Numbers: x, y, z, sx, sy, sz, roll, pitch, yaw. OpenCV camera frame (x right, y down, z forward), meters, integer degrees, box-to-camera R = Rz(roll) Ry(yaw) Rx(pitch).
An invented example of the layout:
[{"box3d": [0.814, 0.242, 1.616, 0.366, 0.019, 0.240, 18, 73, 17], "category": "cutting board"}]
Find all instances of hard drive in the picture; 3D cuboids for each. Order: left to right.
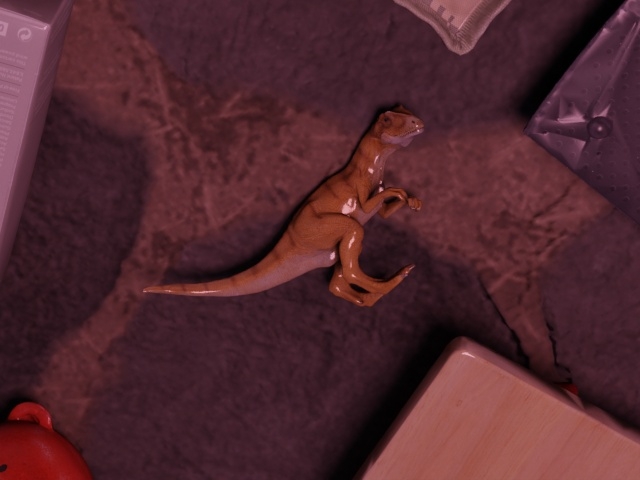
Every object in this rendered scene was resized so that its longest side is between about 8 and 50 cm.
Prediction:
[{"box3d": [0.266, -0.121, 1.038, 0.172, 0.054, 0.255, 37, 110, -14], "category": "hard drive"}]

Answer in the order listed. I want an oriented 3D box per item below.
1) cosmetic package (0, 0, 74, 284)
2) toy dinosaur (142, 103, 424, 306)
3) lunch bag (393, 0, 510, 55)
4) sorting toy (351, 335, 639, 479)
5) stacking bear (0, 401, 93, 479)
[{"box3d": [-0.230, -0.060, 1.038, 0.107, 0.127, 0.238, 18, 112, -7], "category": "cosmetic package"}, {"box3d": [0.000, 0.000, 1.106, 0.211, 0.064, 0.112, -43, 89, 9], "category": "toy dinosaur"}, {"box3d": [0.085, -0.286, 0.852, 0.169, 0.235, 0.287, 25, 116, -37], "category": "lunch bag"}, {"box3d": [0.134, 0.209, 1.172, 0.255, 0.089, 0.257, 29, 112, -11], "category": "sorting toy"}, {"box3d": [-0.285, 0.233, 1.158, 0.289, 0.164, 0.175, -35, 79, 5], "category": "stacking bear"}]
